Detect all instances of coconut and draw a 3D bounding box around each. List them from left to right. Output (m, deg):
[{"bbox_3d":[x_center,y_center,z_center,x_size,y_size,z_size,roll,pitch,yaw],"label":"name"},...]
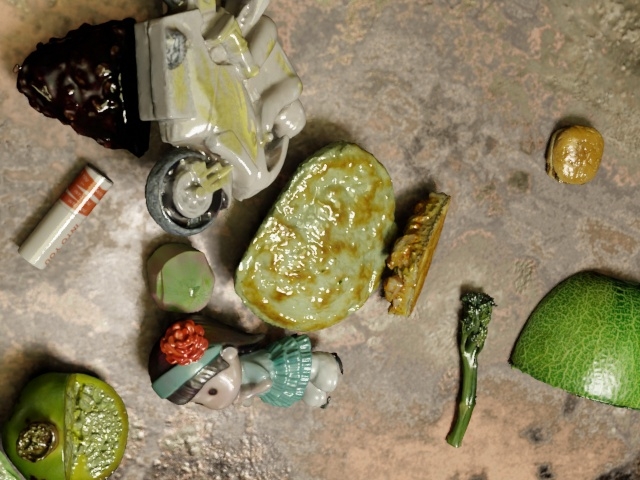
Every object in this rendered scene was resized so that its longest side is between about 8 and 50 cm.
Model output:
[{"bbox_3d":[-0.167,0.049,1.163,0.083,0.081,0.082,-43,127,-13],"label":"coconut"}]

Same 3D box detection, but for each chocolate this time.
[{"bbox_3d":[-0.264,-0.171,1.056,0.133,0.156,0.156,0,106,3],"label":"chocolate"}]

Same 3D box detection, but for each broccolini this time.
[{"bbox_3d":[0.206,0.182,1.353,0.054,0.051,0.239,14,111,22],"label":"broccolini"}]

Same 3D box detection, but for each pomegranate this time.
[{"bbox_3d":[-0.315,0.225,1.126,0.122,0.169,0.143,0,91,25],"label":"pomegranate"}]

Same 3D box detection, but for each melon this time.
[{"bbox_3d":[0.426,0.142,1.369,0.265,0.129,0.169,11,98,-20],"label":"melon"}]

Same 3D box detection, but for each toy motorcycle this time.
[{"bbox_3d":[-0.105,-0.178,1.090,0.223,0.108,0.340,-5,96,-42],"label":"toy motorcycle"}]

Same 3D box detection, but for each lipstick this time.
[{"bbox_3d":[-0.296,-0.028,1.118,0.038,0.038,0.130,39,91,-24],"label":"lipstick"}]

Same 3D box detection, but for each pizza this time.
[{"bbox_3d":[0.119,0.014,1.236,0.046,0.134,0.175,20,87,14],"label":"pizza"}]

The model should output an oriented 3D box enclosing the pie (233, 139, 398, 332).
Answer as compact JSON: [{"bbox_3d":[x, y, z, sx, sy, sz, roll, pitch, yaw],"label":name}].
[{"bbox_3d":[0.000,0.000,1.202,0.201,0.090,0.248,32,92,-37],"label":"pie"}]

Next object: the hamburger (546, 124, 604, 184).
[{"bbox_3d":[0.349,-0.117,1.313,0.076,0.044,0.083,-1,102,-20],"label":"hamburger"}]

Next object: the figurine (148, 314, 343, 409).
[{"bbox_3d":[-0.092,0.152,1.194,0.246,0.110,0.138,9,134,-27],"label":"figurine"}]

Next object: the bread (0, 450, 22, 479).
[{"bbox_3d":[-0.471,0.329,1.109,0.301,0.045,0.301,1,112,2],"label":"bread"}]
